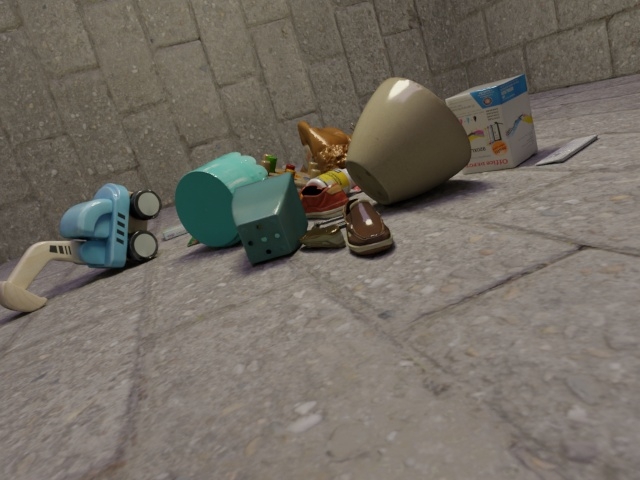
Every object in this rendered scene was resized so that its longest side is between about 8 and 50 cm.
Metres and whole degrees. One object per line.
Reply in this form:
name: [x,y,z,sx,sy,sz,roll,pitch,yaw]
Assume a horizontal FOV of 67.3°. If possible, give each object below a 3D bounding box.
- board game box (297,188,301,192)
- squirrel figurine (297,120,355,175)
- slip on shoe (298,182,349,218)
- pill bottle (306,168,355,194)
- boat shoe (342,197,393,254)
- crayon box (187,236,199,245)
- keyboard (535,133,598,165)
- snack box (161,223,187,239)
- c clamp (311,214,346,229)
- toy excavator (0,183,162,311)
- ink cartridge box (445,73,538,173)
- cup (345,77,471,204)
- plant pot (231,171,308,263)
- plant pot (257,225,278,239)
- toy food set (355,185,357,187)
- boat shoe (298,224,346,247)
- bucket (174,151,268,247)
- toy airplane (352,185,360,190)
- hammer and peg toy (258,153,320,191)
board game box: [-0.266,-0.211,2.138,0.303,0.098,0.224,-25,16,-33]
squirrel figurine: [0.130,-0.373,2.067,0.370,0.281,0.397,-12,23,-23]
slip on shoe: [-0.031,-0.126,1.520,0.123,0.102,0.331,-28,16,-32]
pill bottle: [0.042,-0.188,1.660,0.103,0.103,0.184,-3,20,44]
boat shoe: [0.089,-0.041,1.054,0.095,0.095,0.257,-18,14,-3]
crayon box: [-0.333,-0.082,1.751,0.318,0.081,0.202,-19,14,-3]
keyboard: [0.680,-0.251,1.321,0.256,0.014,0.072,-28,17,-36]
snack box: [-0.586,-0.046,2.004,0.141,0.037,0.100,-22,16,-17]
c clamp: [0.044,-0.052,1.316,0.160,0.022,0.137,-19,19,-13]
toy excavator: [-0.783,0.012,1.564,0.222,0.434,0.445,-4,-9,41]
ink cartridge box: [0.503,-0.335,1.405,0.168,0.233,0.171,-31,19,-37]
cup: [0.208,-0.238,1.326,0.237,0.331,0.331,-46,21,-10]
plant pot: [-0.133,-0.049,1.228,0.165,0.166,0.234,-16,21,6]
plant pot: [-0.154,-0.049,1.411,0.083,0.079,0.083,-16,13,4]
toy food set: [0.141,-0.233,1.845,0.132,0.039,0.192,-27,17,-36]
boat shoe: [0.002,-0.001,1.134,0.056,0.048,0.153,-42,19,-33]
bucket: [-0.299,-0.121,1.492,0.281,0.282,0.183,-9,18,31]
toy airplane: [0.189,-0.203,1.697,0.151,0.028,0.151,-20,18,7]
hammer and peg toy: [-0.115,-0.253,1.861,0.265,0.128,0.361,9,16,-5]
